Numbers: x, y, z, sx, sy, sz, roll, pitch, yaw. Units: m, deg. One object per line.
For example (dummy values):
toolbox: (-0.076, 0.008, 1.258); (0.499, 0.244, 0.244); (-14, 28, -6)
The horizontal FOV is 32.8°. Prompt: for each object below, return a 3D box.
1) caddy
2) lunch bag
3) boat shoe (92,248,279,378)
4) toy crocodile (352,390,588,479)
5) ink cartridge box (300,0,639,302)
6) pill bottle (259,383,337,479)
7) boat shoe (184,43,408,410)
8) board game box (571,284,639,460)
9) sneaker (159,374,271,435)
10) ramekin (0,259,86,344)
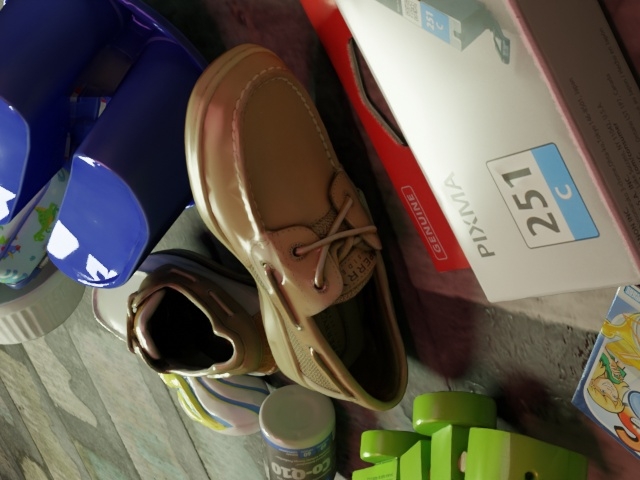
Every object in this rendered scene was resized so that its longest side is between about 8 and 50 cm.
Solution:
caddy: (-0.215, -0.105, 1.017); (0.241, 0.179, 0.341); (34, 152, -6)
lunch bag: (-0.404, -0.057, 1.373); (0.219, 0.176, 0.090); (34, -179, 34)
boat shoe: (-0.144, 0.073, 1.090); (0.302, 0.103, 0.113); (3, 100, 43)
toy crocodile: (0.101, 0.207, 0.910); (0.340, 0.105, 0.115); (130, 147, -62)
ink cartridge box: (0.066, -0.102, 0.680); (0.261, 0.066, 0.296); (-14, 106, 60)
pill bottle: (-0.021, 0.220, 1.134); (0.078, 0.078, 0.137); (37, 147, 33)
boat shoe: (0.000, 0.000, 0.847); (0.110, 0.122, 0.341); (25, 148, 39)
board game box: (0.249, 0.114, 0.638); (0.201, 0.035, 0.136); (41, 148, 28)
sneaker: (-0.139, 0.113, 1.201); (0.240, 0.091, 0.126); (34, 144, 39)
ramekin: (-0.412, 0.041, 1.456); (0.207, 0.207, 0.109); (38, 155, 33)
